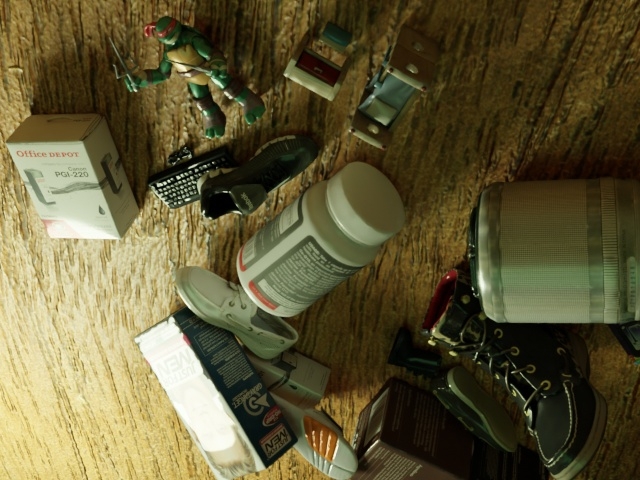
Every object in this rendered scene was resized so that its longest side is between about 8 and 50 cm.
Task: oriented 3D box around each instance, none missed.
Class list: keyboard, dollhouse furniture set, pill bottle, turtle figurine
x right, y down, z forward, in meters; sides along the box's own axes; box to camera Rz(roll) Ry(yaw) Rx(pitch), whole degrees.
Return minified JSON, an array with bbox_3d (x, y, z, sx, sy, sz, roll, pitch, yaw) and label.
[{"bbox_3d":[-0.226,-0.116,1.463,0.180,0.023,0.108,-18,122,28],"label":"keyboard"},{"bbox_3d":[0.054,-0.246,1.193,0.183,0.129,0.129,27,132,-7],"label":"dollhouse furniture set"},{"bbox_3d":[0.000,0.000,1.401,0.161,0.161,0.283,39,129,-17],"label":"pill bottle"},{"bbox_3d":[-0.195,-0.261,1.266,0.175,0.118,0.234,-3,146,38],"label":"turtle figurine"}]

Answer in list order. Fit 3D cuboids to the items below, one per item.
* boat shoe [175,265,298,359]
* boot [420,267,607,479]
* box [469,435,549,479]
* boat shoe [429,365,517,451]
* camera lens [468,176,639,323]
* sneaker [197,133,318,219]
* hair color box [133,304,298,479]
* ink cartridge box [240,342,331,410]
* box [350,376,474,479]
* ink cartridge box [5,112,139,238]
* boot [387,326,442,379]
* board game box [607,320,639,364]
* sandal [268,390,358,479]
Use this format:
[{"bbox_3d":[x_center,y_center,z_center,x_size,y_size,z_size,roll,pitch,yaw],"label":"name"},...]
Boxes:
[{"bbox_3d":[-0.154,0.125,1.604,0.096,0.098,0.277,-30,125,34],"label":"boat shoe"},{"bbox_3d":[0.308,0.202,1.358,0.284,0.377,0.138,32,119,-4],"label":"boot"},{"bbox_3d":[0.359,0.533,1.685,0.184,0.261,0.103,25,132,-5],"label":"box"},{"bbox_3d":[0.309,0.343,1.663,0.068,0.081,0.228,-28,110,37],"label":"boat shoe"},{"bbox_3d":[0.372,0.016,1.262,0.274,0.219,0.219,-1,129,18],"label":"camera lens"},{"bbox_3d":[-0.106,-0.094,1.375,0.234,0.106,0.078,-22,127,19],"label":"sneaker"},{"bbox_3d":[-0.212,0.297,1.655,0.174,0.105,0.347,-31,91,45],"label":"hair color box"},{"bbox_3d":[-0.096,0.289,1.734,0.190,0.082,0.139,26,132,-7],"label":"ink cartridge box"},{"bbox_3d":[0.185,0.421,1.703,0.203,0.168,0.167,26,132,-6],"label":"box"},{"bbox_3d":[-0.438,-0.112,1.484,0.158,0.092,0.218,1,128,16],"label":"ink cartridge box"},{"bbox_3d":[0.188,0.220,1.613,0.099,0.045,0.121,18,140,5],"label":"boot"},{"bbox_3d":[0.585,0.131,1.414,0.170,0.048,0.141,-23,118,32],"label":"board game box"},{"bbox_3d":[-0.024,0.373,1.687,0.265,0.076,0.102,34,120,14],"label":"sandal"}]
